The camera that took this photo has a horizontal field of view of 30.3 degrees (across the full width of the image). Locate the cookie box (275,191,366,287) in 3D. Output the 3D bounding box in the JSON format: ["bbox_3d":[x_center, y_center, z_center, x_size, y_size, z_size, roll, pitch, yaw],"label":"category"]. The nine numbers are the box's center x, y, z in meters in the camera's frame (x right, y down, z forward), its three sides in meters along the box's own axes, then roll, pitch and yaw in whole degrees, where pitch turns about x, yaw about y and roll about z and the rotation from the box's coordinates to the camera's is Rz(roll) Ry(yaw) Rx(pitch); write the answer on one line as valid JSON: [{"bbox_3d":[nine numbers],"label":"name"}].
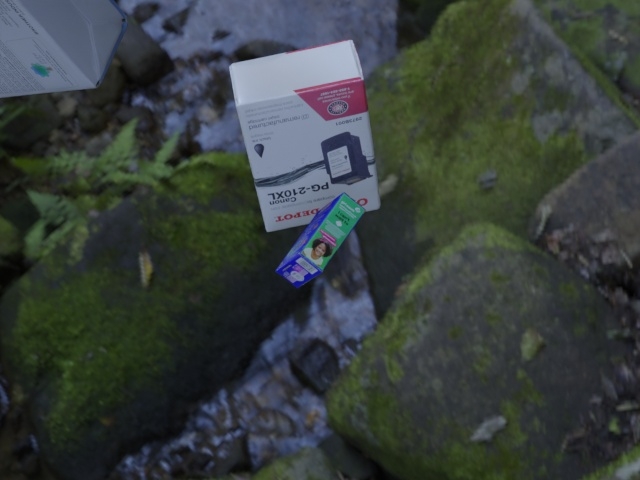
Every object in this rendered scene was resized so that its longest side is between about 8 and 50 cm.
[{"bbox_3d":[0.000,0.000,1.501,0.040,0.092,0.107,39,65,-8],"label":"cookie box"}]

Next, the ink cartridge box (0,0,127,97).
[{"bbox_3d":[-0.544,-0.361,1.860,0.395,0.270,0.151,-2,54,32],"label":"ink cartridge box"}]

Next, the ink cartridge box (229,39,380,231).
[{"bbox_3d":[-0.017,-0.139,1.626,0.172,0.237,0.100,-12,45,-1],"label":"ink cartridge box"}]
